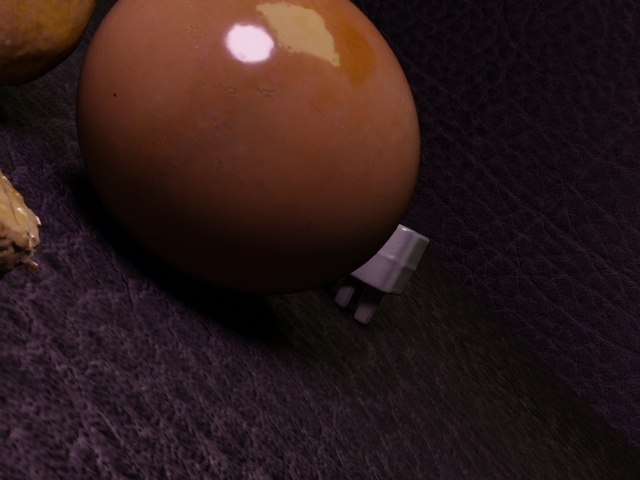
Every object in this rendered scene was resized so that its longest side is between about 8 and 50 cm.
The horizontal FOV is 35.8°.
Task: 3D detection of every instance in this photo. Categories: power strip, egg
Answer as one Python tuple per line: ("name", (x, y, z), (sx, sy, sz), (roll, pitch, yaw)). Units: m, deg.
("power strip", (0.000, 0.000, 1.351), (0.261, 0.141, 0.229), (29, 4, 21))
("egg", (-0.057, -0.097, 0.941), (0.374, 0.301, 0.301), (37, 9, -47))

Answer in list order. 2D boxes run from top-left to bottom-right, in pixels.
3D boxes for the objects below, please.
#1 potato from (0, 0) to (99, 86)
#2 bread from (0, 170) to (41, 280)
("potato", (-0.346, -0.325, 0.950), (0.296, 0.290, 0.397), (38, 26, -31))
("bread", (-0.254, -0.038, 0.505), (0.196, 0.102, 0.138), (36, 13, -42))
